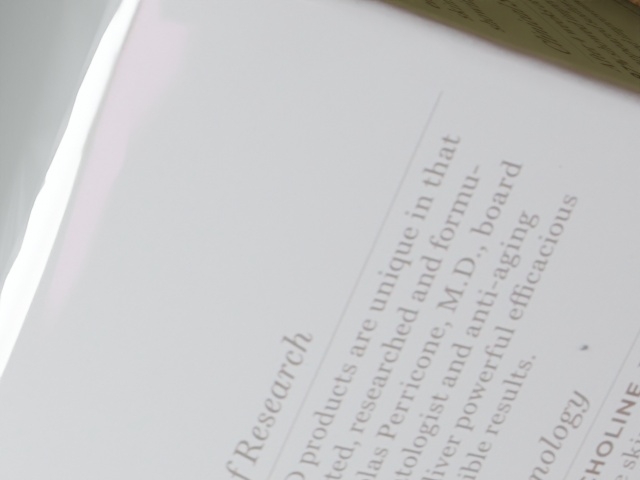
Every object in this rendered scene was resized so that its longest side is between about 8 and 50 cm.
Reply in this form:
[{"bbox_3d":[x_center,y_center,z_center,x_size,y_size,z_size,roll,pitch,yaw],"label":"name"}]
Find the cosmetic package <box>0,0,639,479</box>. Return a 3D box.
[{"bbox_3d":[0.000,0.000,0.860,0.394,0.329,0.327,15,109,-24],"label":"cosmetic package"}]
